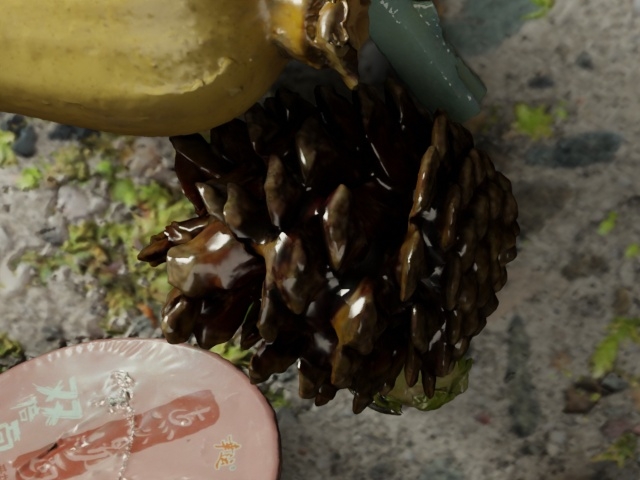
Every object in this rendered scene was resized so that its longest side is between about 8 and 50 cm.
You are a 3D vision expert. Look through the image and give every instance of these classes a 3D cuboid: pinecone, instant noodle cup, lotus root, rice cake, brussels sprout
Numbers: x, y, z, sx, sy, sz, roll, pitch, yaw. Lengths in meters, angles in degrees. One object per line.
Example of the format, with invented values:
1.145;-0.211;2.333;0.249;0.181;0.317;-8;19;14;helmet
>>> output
0.004;-0.004;0.866;0.204;0.179;0.184;21;107;6;pinecone
-0.126;0.225;1.003;0.243;0.243;0.231;-4;130;8;instant noodle cup
-0.120;-0.130;0.809;0.303;0.131;0.146;6;115;11;lotus root
0.034;-0.135;0.855;0.042;0.030;0.180;-32;116;19;rice cake
0.051;0.078;0.987;0.085;0.058;0.085;11;123;18;brussels sprout
